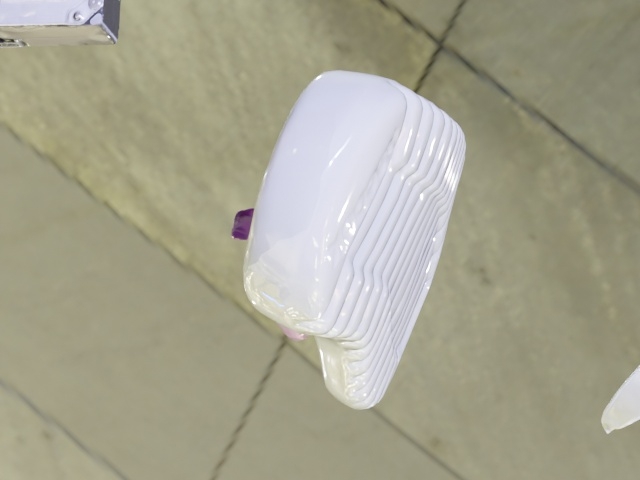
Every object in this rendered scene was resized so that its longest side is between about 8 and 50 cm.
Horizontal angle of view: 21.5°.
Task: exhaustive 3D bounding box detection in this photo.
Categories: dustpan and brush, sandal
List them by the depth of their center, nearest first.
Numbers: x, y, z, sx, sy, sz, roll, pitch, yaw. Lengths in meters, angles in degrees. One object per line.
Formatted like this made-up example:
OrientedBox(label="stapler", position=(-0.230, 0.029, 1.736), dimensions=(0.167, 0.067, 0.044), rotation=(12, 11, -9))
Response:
OrientedBox(label="sandal", position=(0.006, -0.014, 0.915), dimensions=(0.102, 0.169, 0.416), rotation=(22, 170, 11))
OrientedBox(label="dustpan and brush", position=(0.282, 0.060, 1.247), dimensions=(0.060, 0.147, 0.211), rotation=(49, 157, 2))

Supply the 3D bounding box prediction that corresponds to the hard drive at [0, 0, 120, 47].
OrientedBox(label="hard drive", position=(-0.296, -0.348, 1.567), dimensions=(0.237, 0.338, 0.064), rotation=(1, 168, 10))
